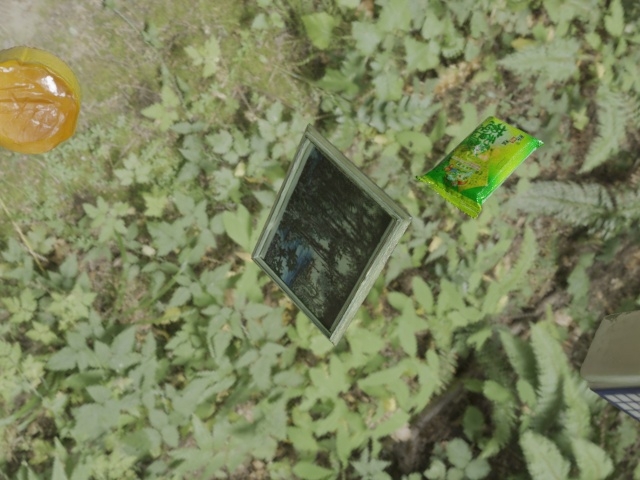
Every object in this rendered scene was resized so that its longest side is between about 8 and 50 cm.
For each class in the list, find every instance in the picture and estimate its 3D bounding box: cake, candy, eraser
[{"bbox_3d":[-0.229,-0.108,0.568,0.084,0.044,0.084,-4,129,-5],"label":"cake"},{"bbox_3d":[0.226,-0.109,1.018,0.178,0.102,0.032,-42,148,-25],"label":"candy"},{"bbox_3d":[0.392,0.165,0.669,0.081,0.279,0.124,-60,-171,-19],"label":"eraser"}]

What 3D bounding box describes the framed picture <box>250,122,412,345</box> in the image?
[{"bbox_3d":[0.000,0.000,0.716,0.011,0.142,0.183,-21,148,-45],"label":"framed picture"}]
